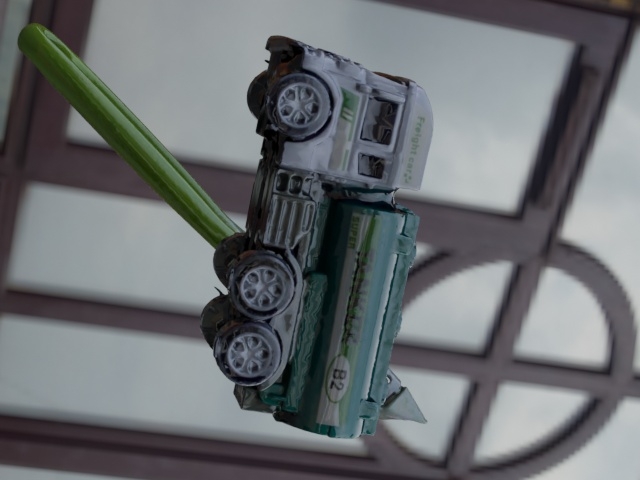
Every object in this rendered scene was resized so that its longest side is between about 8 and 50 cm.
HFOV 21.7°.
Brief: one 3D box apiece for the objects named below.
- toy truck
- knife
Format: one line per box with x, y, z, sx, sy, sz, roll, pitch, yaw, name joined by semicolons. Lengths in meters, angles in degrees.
0.000;0.000;0.364;0.039;0.044;0.083;-145;-114;-78;toy truck
-0.034;-0.001;0.545;0.026;0.184;0.022;-43;-177;-4;knife
